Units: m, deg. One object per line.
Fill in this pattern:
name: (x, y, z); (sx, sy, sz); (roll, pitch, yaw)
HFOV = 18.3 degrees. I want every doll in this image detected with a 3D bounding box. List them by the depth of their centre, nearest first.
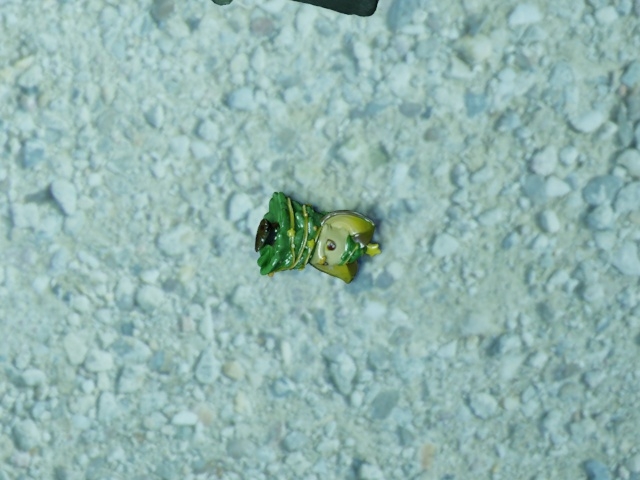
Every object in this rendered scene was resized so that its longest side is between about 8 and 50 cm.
doll: (-0.006, -0.008, 1.775); (0.113, 0.076, 0.078); (-3, 136, -27)

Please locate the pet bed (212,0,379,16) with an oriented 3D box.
pet bed: (-0.032, -0.265, 1.626); (0.211, 0.183, 0.159); (14, 104, -2)
